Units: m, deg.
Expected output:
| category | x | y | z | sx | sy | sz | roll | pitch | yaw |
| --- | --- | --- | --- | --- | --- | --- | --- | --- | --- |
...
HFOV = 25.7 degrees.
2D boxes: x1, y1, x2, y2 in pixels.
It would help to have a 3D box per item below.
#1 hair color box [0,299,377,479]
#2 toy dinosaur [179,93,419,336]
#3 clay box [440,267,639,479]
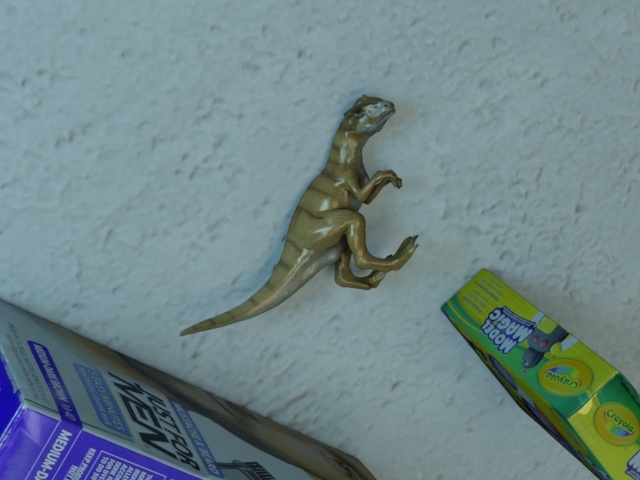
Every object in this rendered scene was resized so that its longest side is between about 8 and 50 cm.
| category | x | y | z | sx | sy | sz | roll | pitch | yaw |
| --- | --- | --- | --- | --- | --- | --- | --- | --- | --- |
| hair color box | -0.092 | 0.170 | 0.938 | 0.339 | 0.185 | 0.110 | 30 | 96 | -29 |
| toy dinosaur | 0.000 | 0.000 | 0.989 | 0.112 | 0.064 | 0.211 | 31 | 87 | -11 |
| clay box | 0.181 | 0.114 | 1.004 | 0.053 | 0.222 | 0.127 | -41 | 119 | -2 |
